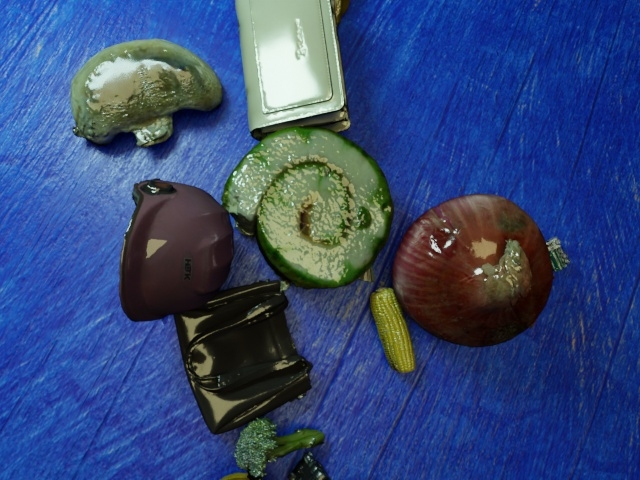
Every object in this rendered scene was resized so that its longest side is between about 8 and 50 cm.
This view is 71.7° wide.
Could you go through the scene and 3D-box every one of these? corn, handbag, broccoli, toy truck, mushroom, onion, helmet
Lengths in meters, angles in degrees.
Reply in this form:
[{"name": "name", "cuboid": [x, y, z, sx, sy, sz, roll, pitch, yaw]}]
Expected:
[{"name": "corn", "cuboid": [0.169, 0.208, 1.035, 0.072, 0.072, 0.203, -16, 85, -10]}, {"name": "handbag", "cuboid": [-0.163, 0.241, 0.965, 0.257, 0.113, 0.285, -17, 84, -17]}, {"name": "broccoli", "cuboid": [-0.082, 0.428, 0.938, 0.204, 0.118, 0.122, 8, 108, -37]}, {"name": "toy truck", "cuboid": [0.603, 0.036, 1.139, 0.044, 0.039, 0.083, -24, 87, 3]}, {"name": "mushroom", "cuboid": [-0.399, -0.340, 1.008, 0.345, 0.130, 0.247, -13, 79, -9]}, {"name": "onion", "cuboid": [0.338, 0.067, 0.974, 0.354, 0.353, 0.353, 1, 81, -8]}, {"name": "toy truck", "cuboid": [-0.004, 0.502, 0.896, 0.088, 0.202, 0.074, 42, 75, -3]}, {"name": "helmet", "cuboid": [-0.270, 0.019, 0.878, 0.197, 0.338, 0.270, 4, 102, -17]}, {"name": "handbag", "cuboid": [-0.070, -0.428, 1.045, 0.237, 0.160, 0.358, -8, 85, 7]}]

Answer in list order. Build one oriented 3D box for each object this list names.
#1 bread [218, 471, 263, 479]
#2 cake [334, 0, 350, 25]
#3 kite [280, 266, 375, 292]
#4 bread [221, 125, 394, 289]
[{"name": "bread", "cuboid": [-0.170, 0.613, 0.887, 0.196, 0.142, 0.269, 10, 79, -8]}, {"name": "cake", "cuboid": [0.036, -0.608, 1.123, 0.080, 0.116, 0.184, 35, 74, 0]}, {"name": "kite", "cuboid": [0.000, 0.000, 1.071, 0.335, 0.011, 0.314, 34, 78, -1]}, {"name": "bread", "cuboid": [-0.031, -0.071, 1.007, 0.382, 0.129, 0.365, 3, 81, -7]}]
